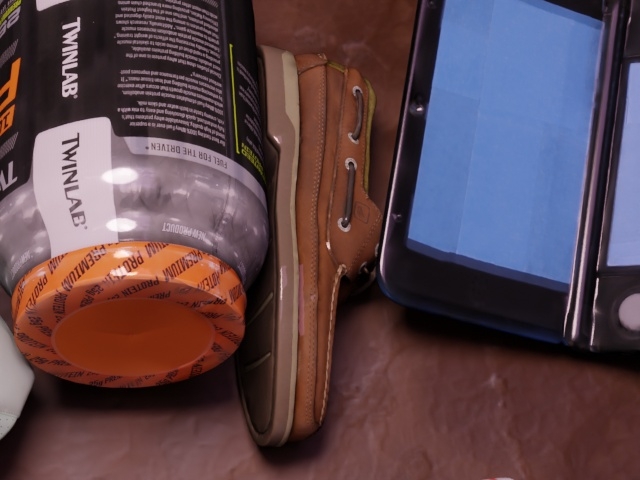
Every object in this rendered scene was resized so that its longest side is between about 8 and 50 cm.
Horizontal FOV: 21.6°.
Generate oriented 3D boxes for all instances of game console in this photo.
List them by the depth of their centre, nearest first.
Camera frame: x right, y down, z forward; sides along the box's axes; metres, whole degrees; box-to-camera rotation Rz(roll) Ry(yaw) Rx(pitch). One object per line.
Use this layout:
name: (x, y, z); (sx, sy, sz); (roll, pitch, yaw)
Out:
game console: (0.205, -0.076, 1.205); (0.250, 0.173, 0.293); (-3, 70, 38)

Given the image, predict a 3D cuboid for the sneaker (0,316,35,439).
sneaker: (-0.264, 0.037, 1.151); (0.094, 0.151, 0.256); (-27, 37, 7)

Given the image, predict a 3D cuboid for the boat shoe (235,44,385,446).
boat shoe: (0.000, 0.000, 1.210); (0.104, 0.111, 0.307); (8, 68, -20)

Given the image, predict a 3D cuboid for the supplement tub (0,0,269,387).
supplement tub: (-0.136, -0.070, 1.169); (0.193, 0.193, 0.316); (-1, 57, -8)

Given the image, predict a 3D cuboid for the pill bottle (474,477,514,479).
pill bottle: (0.043, 0.220, 1.106); (0.193, 0.108, 0.108); (-5, 64, -10)
